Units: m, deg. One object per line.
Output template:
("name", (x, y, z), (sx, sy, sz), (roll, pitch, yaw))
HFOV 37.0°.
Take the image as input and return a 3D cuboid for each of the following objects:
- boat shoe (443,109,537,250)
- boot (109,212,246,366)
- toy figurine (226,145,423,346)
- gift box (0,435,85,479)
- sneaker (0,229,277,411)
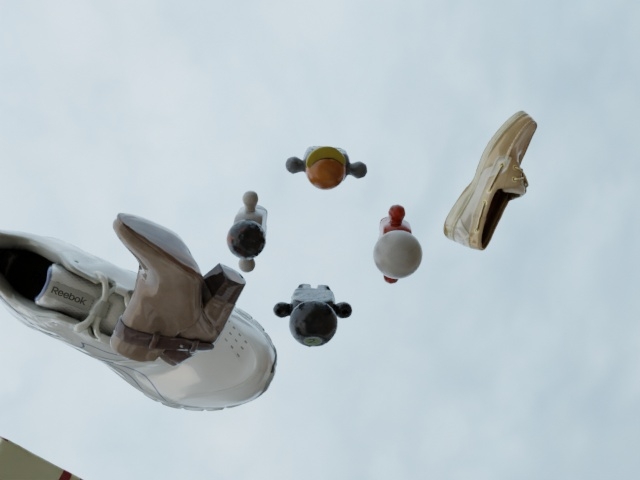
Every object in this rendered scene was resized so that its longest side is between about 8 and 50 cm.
("boat shoe", (0.207, -0.064, 1.090), (0.063, 0.059, 0.170), (20, -79, -57))
("boot", (-0.108, 0.039, 0.622), (0.118, 0.042, 0.087), (33, -71, -35))
("toy figurine", (0.000, 0.000, 1.188), (0.213, 0.148, 0.209), (-37, -80, 8))
("gift box", (-0.390, 0.359, 1.078), (0.276, 0.255, 0.258), (36, -112, -25))
("sneaker", (-0.181, 0.071, 0.841), (0.129, 0.297, 0.111), (59, -130, -76))
